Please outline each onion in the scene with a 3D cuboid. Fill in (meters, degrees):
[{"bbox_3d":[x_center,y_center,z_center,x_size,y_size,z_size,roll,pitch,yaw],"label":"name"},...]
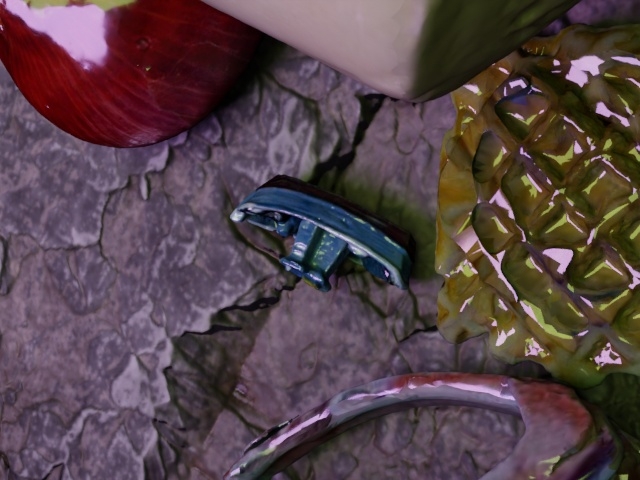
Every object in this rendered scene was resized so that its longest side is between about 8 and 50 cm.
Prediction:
[{"bbox_3d":[-0.143,-0.185,0.702,0.248,0.161,0.248,4,107,13],"label":"onion"}]

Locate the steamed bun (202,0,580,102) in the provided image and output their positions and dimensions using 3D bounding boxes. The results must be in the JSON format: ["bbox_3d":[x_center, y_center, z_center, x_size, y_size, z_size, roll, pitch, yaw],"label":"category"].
[{"bbox_3d":[0.064,-0.316,0.461,0.371,0.290,0.455,33,80,21],"label":"steamed bun"}]

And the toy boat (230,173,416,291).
[{"bbox_3d":[0.000,0.000,0.669,0.137,0.060,0.060,28,81,21],"label":"toy boat"}]

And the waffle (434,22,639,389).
[{"bbox_3d":[0.162,-0.022,0.590,0.204,0.054,0.223,3,90,27],"label":"waffle"}]

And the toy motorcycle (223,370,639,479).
[{"bbox_3d":[0.061,0.209,0.601,0.319,0.241,0.182,-30,117,18],"label":"toy motorcycle"}]
